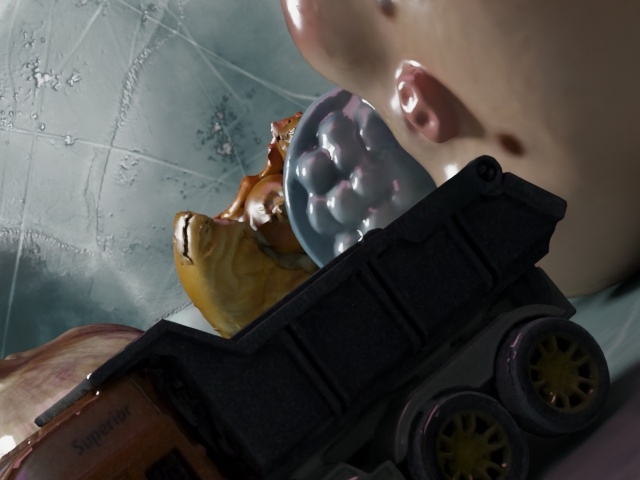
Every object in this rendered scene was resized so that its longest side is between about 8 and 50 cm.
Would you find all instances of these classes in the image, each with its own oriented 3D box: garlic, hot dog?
[{"bbox_3d":[-0.234,0.134,1.186,0.245,0.253,0.245,-46,0,0],"label":"garlic"},{"bbox_3d":[0.000,0.000,0.898,0.158,0.117,0.349,-21,-11,-1],"label":"hot dog"}]

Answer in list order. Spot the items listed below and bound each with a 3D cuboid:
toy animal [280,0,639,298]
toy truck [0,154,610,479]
[{"bbox_3d":[0.107,-0.088,0.645,0.221,0.210,0.229,-32,-16,-42],"label":"toy animal"},{"bbox_3d":[-0.008,0.053,0.411,0.192,0.092,0.083,-37,1,-29],"label":"toy truck"}]
